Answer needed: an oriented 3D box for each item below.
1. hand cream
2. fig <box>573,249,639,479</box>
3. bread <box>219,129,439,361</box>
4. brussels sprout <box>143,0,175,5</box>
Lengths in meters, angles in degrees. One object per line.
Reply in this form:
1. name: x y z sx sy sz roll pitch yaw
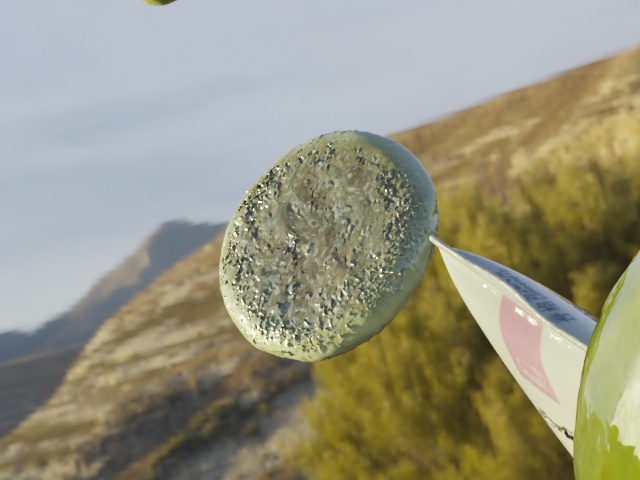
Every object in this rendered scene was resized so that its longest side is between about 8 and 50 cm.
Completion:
1. hand cream: 0.217 0.122 1.161 0.118 0.185 0.359 -49 -45 -1
2. fig: 0.259 0.101 0.776 0.316 0.316 0.316 -15 -4 -1
3. bread: 0.000 0.000 1.593 0.267 0.267 0.040 -17 -33 29
4. brussels sprout: -0.133 -0.303 1.429 0.122 0.149 0.151 -24 -10 38
